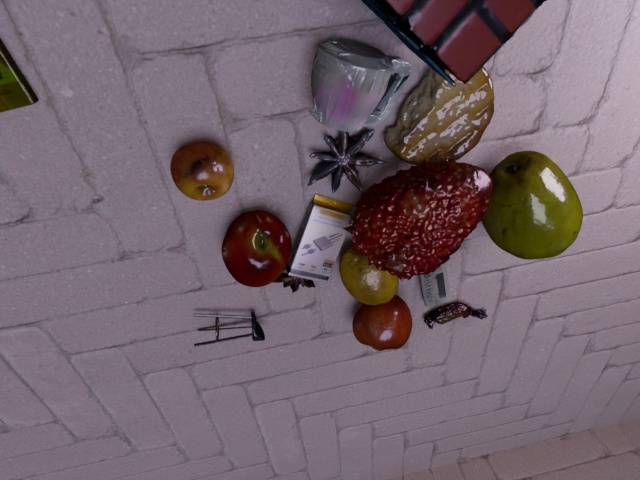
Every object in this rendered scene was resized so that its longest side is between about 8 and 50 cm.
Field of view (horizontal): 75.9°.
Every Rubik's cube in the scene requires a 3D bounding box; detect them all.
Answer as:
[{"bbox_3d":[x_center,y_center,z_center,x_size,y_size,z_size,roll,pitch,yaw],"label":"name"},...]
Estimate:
[{"bbox_3d":[0.209,-0.493,0.702,0.284,0.288,0.293,30,116,-33],"label":"Rubik's cube"}]

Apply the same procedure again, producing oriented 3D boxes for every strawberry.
[{"bbox_3d":[0.235,-0.068,1.024,0.293,0.291,0.343,11,141,-20],"label":"strawberry"}]

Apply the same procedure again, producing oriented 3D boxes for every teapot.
[{"bbox_3d":[0.070,-0.337,0.905,0.163,0.222,0.178,33,130,18],"label":"teapot"}]

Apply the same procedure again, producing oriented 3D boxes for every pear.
[{"bbox_3d":[0.567,-0.089,1.121,0.253,0.252,0.307,-33,125,12],"label":"pear"}]

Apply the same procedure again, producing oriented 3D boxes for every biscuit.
[{"bbox_3d":[0.299,-0.298,1.002,0.213,0.091,0.274,28,115,-26],"label":"biscuit"}]

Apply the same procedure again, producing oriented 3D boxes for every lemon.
[{"bbox_3d":[0.145,0.100,1.223,0.170,0.170,0.207,-23,124,5],"label":"lemon"}]

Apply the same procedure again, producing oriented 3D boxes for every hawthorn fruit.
[{"bbox_3d":[0.208,0.246,1.357,0.197,0.196,0.225,0,101,-13],"label":"hawthorn fruit"}]

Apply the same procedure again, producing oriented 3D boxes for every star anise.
[{"bbox_3d":[-0.071,0.097,1.238,0.168,0.057,0.167,-7,129,-9],"label":"star anise"},{"bbox_3d":[0.064,-0.201,1.038,0.181,0.061,0.204,27,112,-15],"label":"star anise"}]

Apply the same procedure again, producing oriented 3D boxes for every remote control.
[{"bbox_3d":[0.375,0.131,1.369,0.090,0.049,0.230,-19,128,1],"label":"remote control"}]

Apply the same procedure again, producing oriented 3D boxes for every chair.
[{"bbox_3d":[-0.287,0.274,1.306,0.222,0.104,0.095,1,109,-11],"label":"chair"}]

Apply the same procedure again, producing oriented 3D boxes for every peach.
[{"bbox_3d":[-0.176,0.023,1.117,0.190,0.226,0.196,-39,93,-22],"label":"peach"}]

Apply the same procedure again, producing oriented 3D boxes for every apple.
[{"bbox_3d":[-0.274,-0.159,0.954,0.147,0.146,0.146,-6,127,-8],"label":"apple"}]

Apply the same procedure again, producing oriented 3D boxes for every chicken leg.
[{"bbox_3d":[0.502,0.271,1.505,0.254,0.051,0.105,-4,133,-11],"label":"chicken leg"}]

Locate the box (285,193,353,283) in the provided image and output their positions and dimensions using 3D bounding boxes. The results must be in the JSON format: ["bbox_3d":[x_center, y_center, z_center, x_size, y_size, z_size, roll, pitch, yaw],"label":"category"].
[{"bbox_3d":[0.000,0.000,1.161,0.129,0.033,0.246,13,108,-21],"label":"box"}]

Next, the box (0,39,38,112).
[{"bbox_3d":[-0.662,-0.344,0.789,0.122,0.030,0.193,-15,129,-2],"label":"box"}]
